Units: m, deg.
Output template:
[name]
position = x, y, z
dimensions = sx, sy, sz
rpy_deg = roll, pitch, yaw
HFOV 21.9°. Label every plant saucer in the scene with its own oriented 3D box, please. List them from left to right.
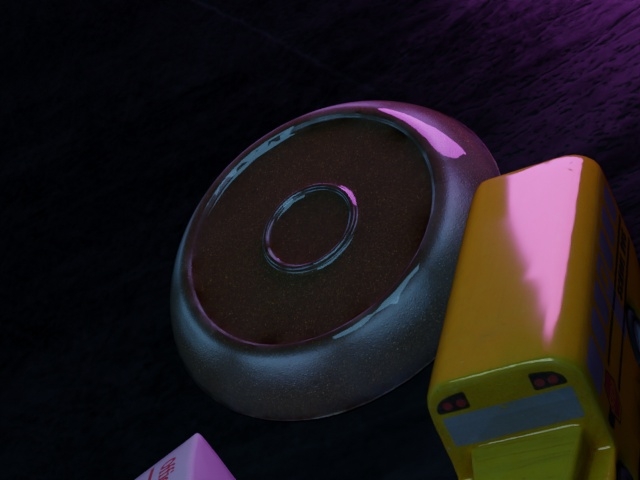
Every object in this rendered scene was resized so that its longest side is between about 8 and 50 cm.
[plant saucer]
position = 0.000, 0.000, 1.361
dimensions = 0.310, 0.050, 0.310
rpy_deg = -18, 49, 22

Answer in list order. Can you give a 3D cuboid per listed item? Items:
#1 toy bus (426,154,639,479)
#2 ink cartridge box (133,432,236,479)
[toy bus]
position = 0.148, 0.081, 1.098
dimensions = 0.108, 0.130, 0.333
rpy_deg = -16, 26, 21
[ink cartridge box]
position = -0.134, 0.260, 1.135
dimensions = 0.353, 0.119, 0.207
rpy_deg = -37, 9, 2
